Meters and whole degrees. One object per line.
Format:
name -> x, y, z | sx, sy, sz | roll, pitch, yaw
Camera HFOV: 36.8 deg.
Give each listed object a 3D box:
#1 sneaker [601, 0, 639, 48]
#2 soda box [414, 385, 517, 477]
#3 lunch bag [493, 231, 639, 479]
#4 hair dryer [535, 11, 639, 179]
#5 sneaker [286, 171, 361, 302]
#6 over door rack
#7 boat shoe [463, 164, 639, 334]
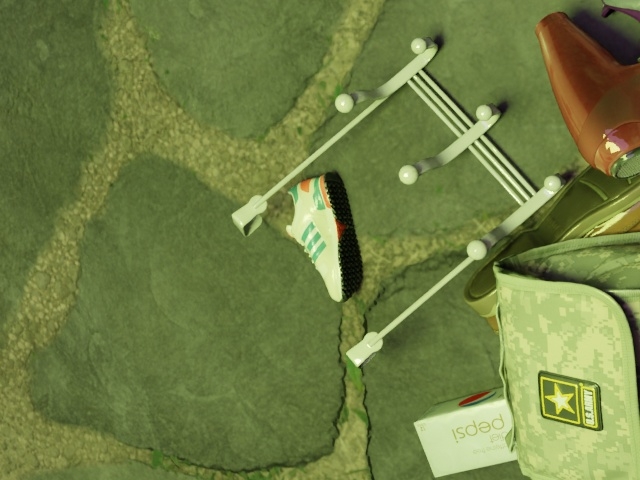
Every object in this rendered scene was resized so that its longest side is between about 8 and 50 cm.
sneaker -> 0.303, -0.288, 0.977 | 0.098, 0.083, 0.223 | -38, 81, 32
soda box -> 0.224, 0.208, 1.107 | 0.216, 0.069, 0.074 | -21, 90, 29
lunch bag -> 0.314, 0.119, 0.928 | 0.287, 0.169, 0.235 | -8, 110, 9
hair dryer -> 0.334, -0.161, 0.926 | 0.293, 0.080, 0.223 | 22, 86, 35
sneaker -> 0.000, 0.000, 1.196 | 0.075, 0.057, 0.161 | -11, 89, 31
over door rack -> 0.076, -0.040, 1.082 | 0.324, 0.108, 0.239 | -43, 77, 11
boat shoe -> 0.299, -0.003, 1.024 | 0.307, 0.110, 0.104 | -41, 106, 21
